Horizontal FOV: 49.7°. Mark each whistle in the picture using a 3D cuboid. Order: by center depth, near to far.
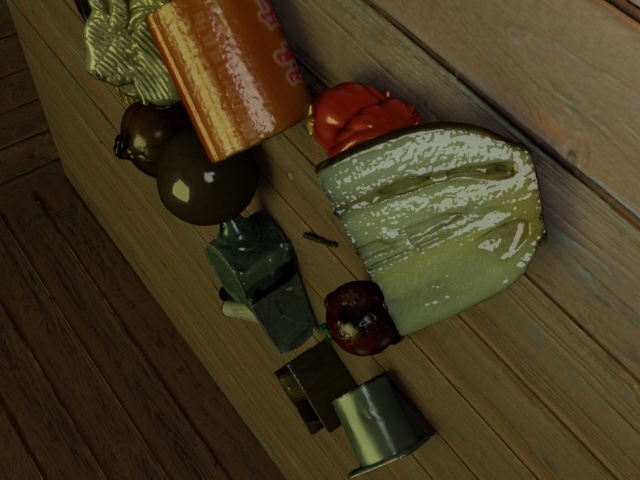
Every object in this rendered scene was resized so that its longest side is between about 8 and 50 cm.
[{"bbox_3d":[-0.144,0.105,1.822,0.405,0.168,0.188,55,157,-1],"label":"whistle"}]

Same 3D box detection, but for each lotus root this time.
[{"bbox_3d":[0.167,-0.052,0.957,0.267,0.260,0.149,61,-169,-16],"label":"lotus root"}]

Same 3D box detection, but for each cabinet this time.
[{"bbox_3d":[-0.007,0.413,1.931,0.215,0.148,0.175,58,156,6],"label":"cabinet"}]

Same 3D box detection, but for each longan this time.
[{"bbox_3d":[-0.277,-0.158,1.672,0.258,0.258,0.258,44,152,31],"label":"longan"}]

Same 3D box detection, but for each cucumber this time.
[{"bbox_3d":[-0.290,0.151,2.275,0.072,0.072,0.300,56,158,6],"label":"cucumber"}]

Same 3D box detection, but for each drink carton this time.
[{"bbox_3d":[0.129,0.435,1.649,0.185,0.191,0.190,-38,74,28],"label":"drink carton"}]

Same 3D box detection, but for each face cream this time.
[{"bbox_3d":[-0.217,0.230,2.212,0.243,0.058,0.092,4,123,41],"label":"face cream"}]

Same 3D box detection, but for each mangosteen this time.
[{"bbox_3d":[0.098,0.171,1.455,0.166,0.166,0.180,33,171,44],"label":"mangosteen"}]

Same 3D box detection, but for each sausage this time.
[{"bbox_3d":[-0.160,-0.317,1.284,0.233,0.233,0.287,5,121,61],"label":"sausage"}]

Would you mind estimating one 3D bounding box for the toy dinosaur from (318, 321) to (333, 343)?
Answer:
[{"bbox_3d":[0.048,0.237,1.740,0.096,0.059,0.132,55,148,-4],"label":"toy dinosaur"}]

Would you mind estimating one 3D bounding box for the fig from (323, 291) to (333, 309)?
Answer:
[{"bbox_3d":[0.045,0.144,1.650,0.083,0.050,0.050,-14,106,47],"label":"fig"}]

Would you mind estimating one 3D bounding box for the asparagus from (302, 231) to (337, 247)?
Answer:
[{"bbox_3d":[0.000,0.000,1.597,0.127,0.018,0.015,19,95,52],"label":"asparagus"}]

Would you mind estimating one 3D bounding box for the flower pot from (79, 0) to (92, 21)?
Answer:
[{"bbox_3d":[-0.493,-0.560,1.741,0.235,0.148,0.235,48,154,32],"label":"flower pot"}]

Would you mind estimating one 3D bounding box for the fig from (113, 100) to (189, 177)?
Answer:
[{"bbox_3d":[-0.471,-0.289,1.965,0.235,0.214,0.235,45,178,2],"label":"fig"}]

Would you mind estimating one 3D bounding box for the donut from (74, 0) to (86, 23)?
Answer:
[{"bbox_3d":[-0.622,-0.667,1.941,0.235,0.089,0.235,43,151,30],"label":"donut"}]

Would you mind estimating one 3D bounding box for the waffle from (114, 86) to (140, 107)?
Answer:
[{"bbox_3d":[-0.576,-0.493,2.097,0.248,0.055,0.221,33,145,45],"label":"waffle"}]

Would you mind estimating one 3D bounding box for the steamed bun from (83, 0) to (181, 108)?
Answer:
[{"bbox_3d":[-0.382,-0.465,1.577,0.207,0.267,0.280,-82,7,-56],"label":"steamed bun"}]

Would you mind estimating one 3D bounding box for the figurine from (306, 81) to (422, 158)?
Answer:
[{"bbox_3d":[0.087,-0.138,1.102,0.257,0.181,0.208,64,-164,-7],"label":"figurine"}]
